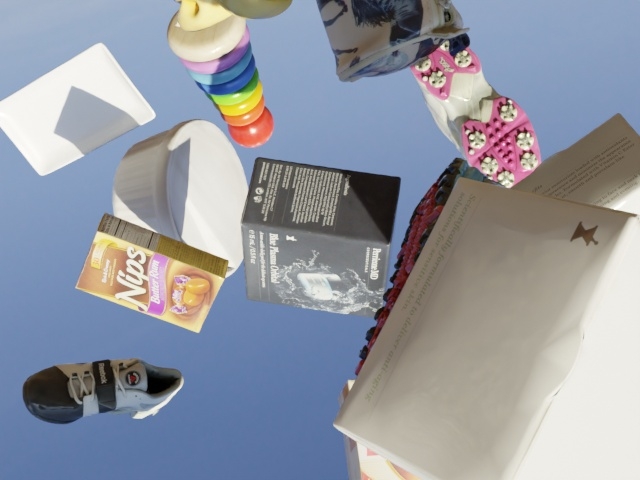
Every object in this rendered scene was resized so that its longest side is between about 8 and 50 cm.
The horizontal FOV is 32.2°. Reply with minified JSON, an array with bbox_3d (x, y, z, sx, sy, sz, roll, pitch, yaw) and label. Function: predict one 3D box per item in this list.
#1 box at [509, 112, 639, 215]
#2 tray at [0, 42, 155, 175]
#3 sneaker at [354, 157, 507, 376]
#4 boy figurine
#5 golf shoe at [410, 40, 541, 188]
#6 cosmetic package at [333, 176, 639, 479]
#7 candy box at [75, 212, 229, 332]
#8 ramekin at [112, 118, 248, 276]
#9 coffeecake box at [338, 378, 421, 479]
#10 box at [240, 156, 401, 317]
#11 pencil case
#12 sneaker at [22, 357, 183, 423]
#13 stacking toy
[{"bbox_3d":[0.309,-0.006,1.212,0.181,0.182,0.119,-35,-140,11],"label":"box"},{"bbox_3d":[-0.399,-0.211,1.785,0.270,0.145,0.030,-22,-154,30],"label":"tray"},{"bbox_3d":[0.114,0.056,0.851,0.125,0.104,0.261,26,-120,-4],"label":"sneaker"},{"bbox_3d":[-0.137,-0.345,1.378,0.092,0.177,0.285,0,-161,-40],"label":"boy figurine"},{"bbox_3d":[0.247,-0.182,1.730,0.115,0.306,0.140,-28,163,-3],"label":"golf shoe"},{"bbox_3d":[0.208,0.129,0.776,0.155,0.365,0.197,19,-103,51],"label":"cosmetic package"},{"bbox_3d":[-0.235,0.047,1.548,0.187,0.109,0.053,22,-147,-9],"label":"candy box"},{"bbox_3d":[-0.234,-0.061,1.847,0.127,0.272,0.273,-8,-159,24],"label":"ramekin"},{"bbox_3d":[0.124,0.236,1.310,0.186,0.068,0.142,-2,-118,-12],"label":"coffeecake box"},{"bbox_3d":[0.000,0.000,1.203,0.158,0.156,0.093,8,-123,4],"label":"box"},{"bbox_3d":[0.054,-0.405,1.316,0.184,0.410,0.160,-14,-177,36],"label":"pencil case"},{"bbox_3d":[-0.417,0.278,2.169,0.331,0.122,0.146,3,152,-45],"label":"sneaker"},{"bbox_3d":[-0.162,-0.283,2.018,0.141,0.330,0.141,-8,-125,11],"label":"stacking toy"}]
